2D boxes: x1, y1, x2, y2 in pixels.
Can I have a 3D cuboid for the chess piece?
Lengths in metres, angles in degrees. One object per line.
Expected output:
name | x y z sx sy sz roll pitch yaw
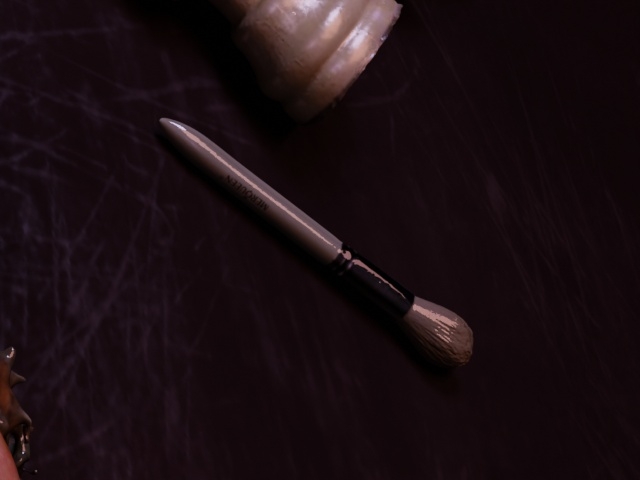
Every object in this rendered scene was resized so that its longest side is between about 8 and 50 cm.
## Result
chess piece | -0.090 -0.230 1.478 0.307 0.124 0.139 40 65 -12

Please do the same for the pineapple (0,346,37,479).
pineapple | -0.221 0.089 0.962 0.193 0.166 0.166 35 37 -25

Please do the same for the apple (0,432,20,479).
apple | -0.216 0.109 0.781 0.209 0.209 0.164 56 24 7

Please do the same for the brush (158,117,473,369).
brush | 0.000 0.000 1.428 0.299 0.039 0.042 39 74 -16
